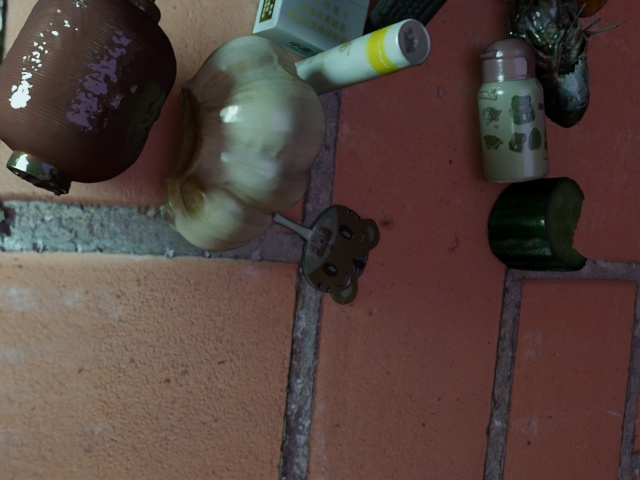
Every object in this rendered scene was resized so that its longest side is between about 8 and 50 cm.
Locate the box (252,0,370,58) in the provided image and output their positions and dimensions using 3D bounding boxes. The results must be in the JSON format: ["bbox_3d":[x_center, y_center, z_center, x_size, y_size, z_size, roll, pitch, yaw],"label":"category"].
[{"bbox_3d":[0.003,-0.394,1.008,0.155,0.067,0.242,15,85,-38],"label":"box"}]

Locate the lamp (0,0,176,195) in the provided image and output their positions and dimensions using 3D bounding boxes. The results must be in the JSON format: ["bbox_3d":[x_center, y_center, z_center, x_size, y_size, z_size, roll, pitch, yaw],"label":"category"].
[{"bbox_3d":[-0.264,-0.175,0.777,0.180,0.180,0.258,33,73,-33],"label":"lamp"}]

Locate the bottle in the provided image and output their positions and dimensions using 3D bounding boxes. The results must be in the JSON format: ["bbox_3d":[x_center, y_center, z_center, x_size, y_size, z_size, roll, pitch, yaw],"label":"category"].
[{"bbox_3d":[0.347,-0.235,1.241,0.120,0.120,0.253,-13,103,-35],"label":"bottle"}]

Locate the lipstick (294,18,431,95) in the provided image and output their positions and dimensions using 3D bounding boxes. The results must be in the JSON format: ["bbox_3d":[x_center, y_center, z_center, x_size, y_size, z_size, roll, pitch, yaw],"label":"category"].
[{"bbox_3d":[0.039,-0.239,0.928,0.059,0.264,0.059,0,91,-35],"label":"lipstick"}]

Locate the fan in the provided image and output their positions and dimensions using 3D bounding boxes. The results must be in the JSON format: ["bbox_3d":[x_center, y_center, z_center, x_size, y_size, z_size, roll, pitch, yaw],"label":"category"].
[{"bbox_3d":[0.000,0.000,1.077,0.227,0.008,0.152,30,77,-35],"label":"fan"}]

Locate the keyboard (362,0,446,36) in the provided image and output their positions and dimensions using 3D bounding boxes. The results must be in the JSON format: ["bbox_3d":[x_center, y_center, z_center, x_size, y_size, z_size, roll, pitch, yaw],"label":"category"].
[{"bbox_3d":[0.172,-0.396,0.993,0.103,0.041,0.381,11,130,-36],"label":"keyboard"}]

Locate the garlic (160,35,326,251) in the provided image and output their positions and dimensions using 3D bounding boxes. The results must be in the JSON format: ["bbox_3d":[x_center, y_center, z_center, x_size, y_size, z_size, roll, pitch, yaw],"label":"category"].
[{"bbox_3d":[-0.080,-0.123,0.904,0.203,0.185,0.281,-1,93,-56],"label":"garlic"}]

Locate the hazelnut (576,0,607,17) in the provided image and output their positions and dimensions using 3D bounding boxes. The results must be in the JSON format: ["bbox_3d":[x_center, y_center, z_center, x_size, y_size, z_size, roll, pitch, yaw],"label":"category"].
[{"bbox_3d":[0.508,-0.519,1.337,0.150,0.150,0.150,-4,96,-36],"label":"hazelnut"}]

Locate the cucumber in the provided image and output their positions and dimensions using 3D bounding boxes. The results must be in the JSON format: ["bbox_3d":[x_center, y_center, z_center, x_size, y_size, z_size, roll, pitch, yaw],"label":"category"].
[{"bbox_3d":[0.421,-0.032,1.317,0.191,0.130,0.191,0,90,-42],"label":"cucumber"}]

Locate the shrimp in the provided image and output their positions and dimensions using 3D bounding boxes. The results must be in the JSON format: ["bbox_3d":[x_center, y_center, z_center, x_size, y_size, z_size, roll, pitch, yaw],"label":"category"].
[{"bbox_3d":[0.444,-0.396,1.274,0.172,0.137,0.372,-18,112,-5],"label":"shrimp"}]
